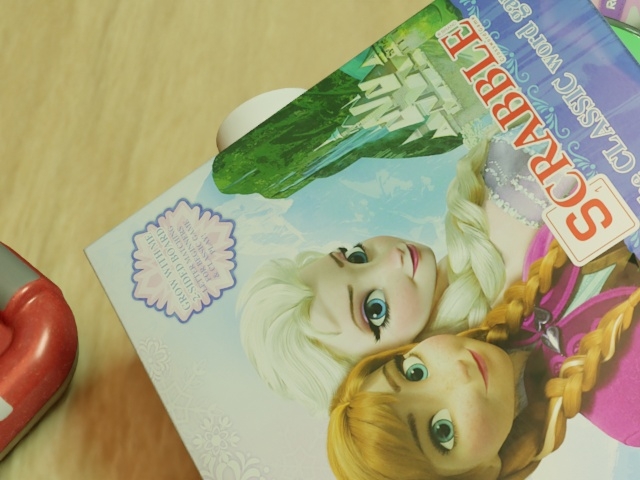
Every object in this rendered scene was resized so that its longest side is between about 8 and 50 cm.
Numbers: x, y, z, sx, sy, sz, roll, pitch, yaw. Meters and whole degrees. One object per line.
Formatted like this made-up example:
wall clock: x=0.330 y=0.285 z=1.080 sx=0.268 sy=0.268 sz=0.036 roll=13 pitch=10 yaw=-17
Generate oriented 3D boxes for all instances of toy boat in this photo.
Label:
toy boat: x=-0.274 y=0.086 z=0.874 sx=0.151 sy=0.151 sz=0.231 roll=35 pitch=75 yaw=25

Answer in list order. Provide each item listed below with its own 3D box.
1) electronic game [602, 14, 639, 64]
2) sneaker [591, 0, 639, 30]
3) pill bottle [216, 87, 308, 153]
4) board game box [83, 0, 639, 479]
electronic game: x=0.160 y=-0.043 z=0.876 sx=0.229 sy=0.048 sz=0.229 roll=3 pitch=71 yaw=-7
sneaker: x=0.167 y=-0.223 z=0.978 sx=0.104 sy=0.095 sz=0.236 roll=-31 pitch=62 yaw=4
pill bottle: x=0.000 y=0.000 z=0.885 sx=0.108 sy=0.108 sz=0.193 roll=-23 pitch=62 yaw=-1
board game box: x=0.074 y=0.048 z=0.738 sx=0.318 sy=0.066 sz=0.319 roll=-35 pitch=67 yaw=8
